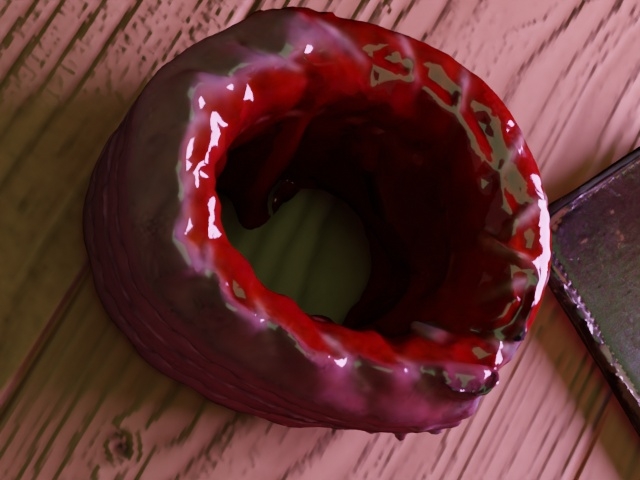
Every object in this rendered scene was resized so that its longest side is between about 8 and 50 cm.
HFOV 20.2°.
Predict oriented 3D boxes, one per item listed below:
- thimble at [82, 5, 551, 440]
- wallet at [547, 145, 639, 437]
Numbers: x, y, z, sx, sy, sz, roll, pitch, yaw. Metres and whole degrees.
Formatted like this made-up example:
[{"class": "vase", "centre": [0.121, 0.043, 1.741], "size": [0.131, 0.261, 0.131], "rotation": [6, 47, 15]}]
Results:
[{"class": "thimble", "centre": [-0.004, -0.006, 0.773], "size": [0.189, 0.125, 0.163], "rotation": [29, 72, -12]}, {"class": "wallet", "centre": [0.200, 0.064, 0.885], "size": [0.122, 0.031, 0.232], "rotation": [-32, 89, -18]}]
